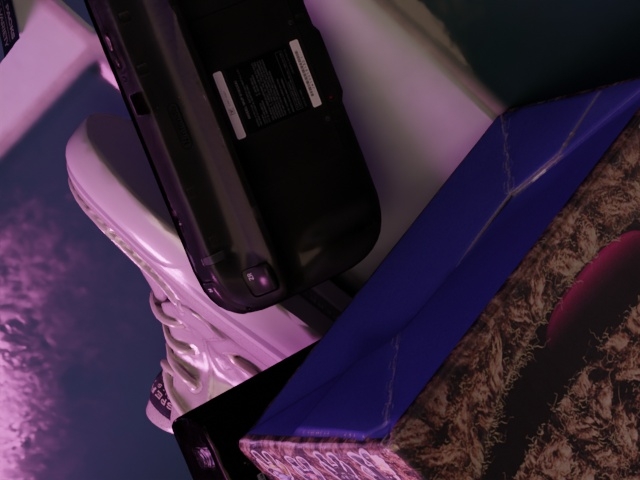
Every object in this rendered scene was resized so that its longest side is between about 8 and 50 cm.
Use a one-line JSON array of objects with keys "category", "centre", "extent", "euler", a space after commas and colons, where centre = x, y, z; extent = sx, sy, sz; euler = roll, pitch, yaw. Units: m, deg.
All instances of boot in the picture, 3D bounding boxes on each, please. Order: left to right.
[{"category": "boot", "centre": [-0.060, 0.054, 0.983], "extent": [0.258, 0.095, 0.123], "euler": [41, 113, -14]}]

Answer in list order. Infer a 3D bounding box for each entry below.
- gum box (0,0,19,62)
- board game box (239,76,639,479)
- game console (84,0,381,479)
[{"category": "gum box", "centre": [-0.200, -0.126, 0.851], "extent": [0.041, 0.184, 0.157], "euler": [-3, 119, 12]}, {"category": "board game box", "centre": [0.153, 0.107, 0.882], "extent": [0.291, 0.232, 0.141], "euler": [46, 157, -17]}, {"category": "game console", "centre": [0.000, 0.000, 0.915], "extent": [0.044, 0.213, 0.361], "euler": [-7, 107, 58]}]
